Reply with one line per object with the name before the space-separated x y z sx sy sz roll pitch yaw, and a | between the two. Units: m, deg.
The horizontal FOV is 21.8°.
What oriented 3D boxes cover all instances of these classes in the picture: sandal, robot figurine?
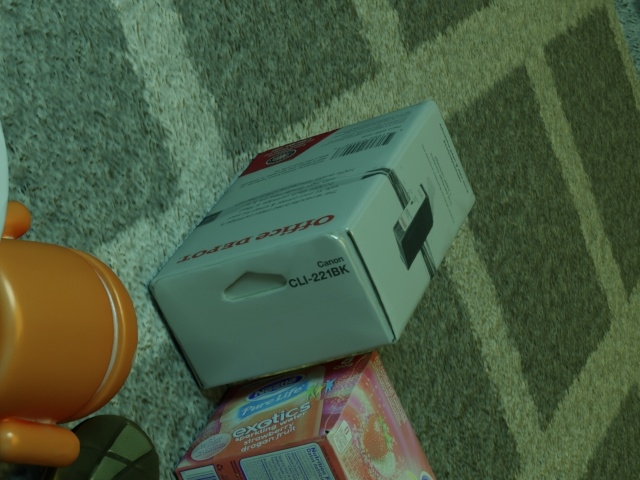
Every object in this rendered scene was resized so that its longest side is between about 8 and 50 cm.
sandal | -0.187 0.211 1.157 0.090 0.060 0.219 49 50 -30
robot figurine | -0.208 0.059 1.112 0.158 0.128 0.219 38 13 27

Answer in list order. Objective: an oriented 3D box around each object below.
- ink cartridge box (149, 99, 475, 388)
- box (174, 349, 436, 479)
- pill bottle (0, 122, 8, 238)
ink cartridge box | 0.000 0.000 1.462 0.114 0.197 0.273 65 28 -17
box | 0.024 0.264 1.417 0.300 0.154 0.142 64 29 -17
pill bottle | -0.305 -0.013 0.793 0.161 0.283 0.161 39 43 -49
